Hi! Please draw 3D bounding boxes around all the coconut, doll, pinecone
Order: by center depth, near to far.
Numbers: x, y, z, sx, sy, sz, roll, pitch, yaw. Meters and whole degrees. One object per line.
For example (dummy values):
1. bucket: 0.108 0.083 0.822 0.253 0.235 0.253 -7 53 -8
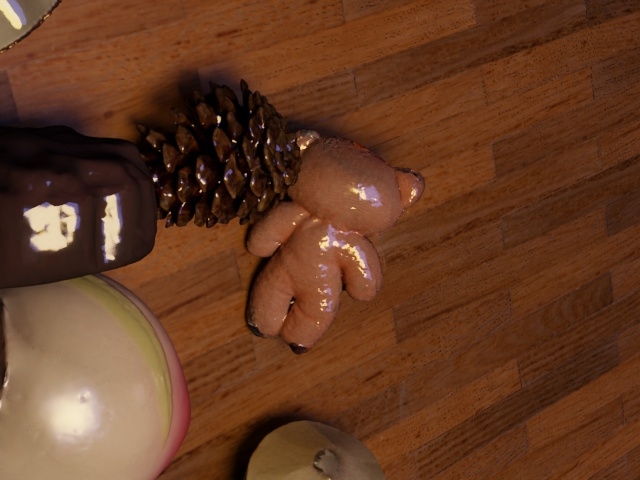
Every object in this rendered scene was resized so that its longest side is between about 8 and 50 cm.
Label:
1. pinecone: -0.129 -0.097 1.471 0.205 0.179 0.184 -24 149 14
2. coconut: -0.012 0.351 1.621 0.202 0.202 0.222 -30 159 -30
3. doll: 0.000 0.000 1.631 0.201 0.156 0.303 25 107 -1

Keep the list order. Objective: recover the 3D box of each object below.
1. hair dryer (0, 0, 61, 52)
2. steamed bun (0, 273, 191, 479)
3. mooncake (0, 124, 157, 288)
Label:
1. hair dryer: -0.316 -0.386 1.308 0.362 0.128 0.203 -52 125 -27
2. steamed bun: -0.273 0.177 1.336 0.309 0.309 0.309 -9 105 -37
3. mooncake: -0.314 -0.046 1.269 0.283 0.283 0.141 -12 111 -36
